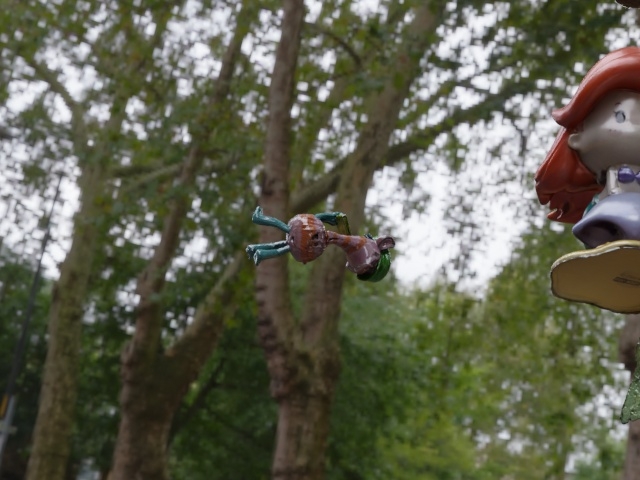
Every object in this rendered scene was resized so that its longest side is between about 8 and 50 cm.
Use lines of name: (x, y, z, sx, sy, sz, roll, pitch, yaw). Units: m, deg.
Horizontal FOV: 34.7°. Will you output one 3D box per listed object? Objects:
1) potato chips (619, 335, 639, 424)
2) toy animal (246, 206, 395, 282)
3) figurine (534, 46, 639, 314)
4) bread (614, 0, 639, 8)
potato chips: (0.539, 0.202, 1.623, 0.092, 0.207, 0.028, 16, -5, 36)
toy animal: (0.000, 0.000, 1.432, 0.208, 0.103, 0.100, 5, -44, -21)
figurine: (0.321, -0.061, 1.122, 0.181, 0.257, 0.208, -6, -31, 23)
bread: (0.545, -0.513, 1.699, 0.124, 0.084, 0.344, 17, -23, 18)
